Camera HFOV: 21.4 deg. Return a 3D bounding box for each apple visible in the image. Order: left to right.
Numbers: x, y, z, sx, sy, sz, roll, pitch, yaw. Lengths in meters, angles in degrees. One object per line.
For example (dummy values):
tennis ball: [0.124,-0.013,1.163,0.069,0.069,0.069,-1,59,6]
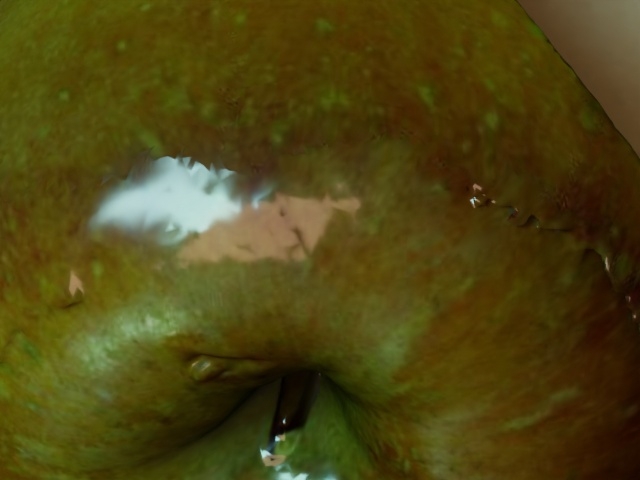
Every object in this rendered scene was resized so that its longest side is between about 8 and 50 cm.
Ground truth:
apple: [0.000,0.000,0.816,0.384,0.374,0.374,11,100,-3]
